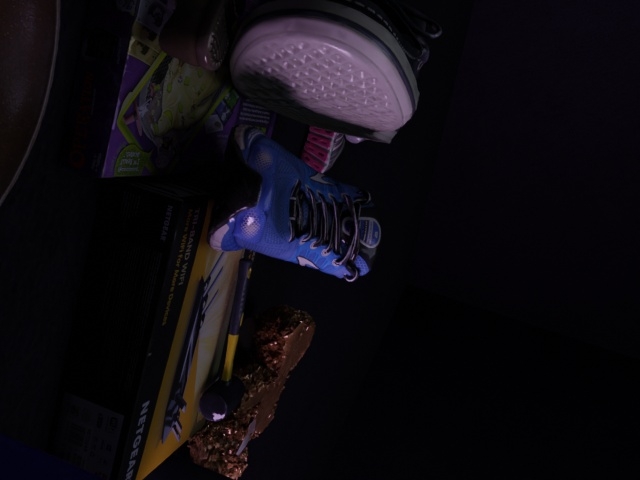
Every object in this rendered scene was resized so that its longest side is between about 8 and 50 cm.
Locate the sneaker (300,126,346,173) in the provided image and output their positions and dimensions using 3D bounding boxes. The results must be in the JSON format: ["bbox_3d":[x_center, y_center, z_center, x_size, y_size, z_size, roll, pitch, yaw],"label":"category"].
[{"bbox_3d":[0.016,-0.188,1.131,0.170,0.063,0.075,-70,167,12],"label":"sneaker"}]

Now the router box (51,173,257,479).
[{"bbox_3d":[-0.161,0.085,0.723,0.243,0.081,0.308,-25,131,-73],"label":"router box"}]

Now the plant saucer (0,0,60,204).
[{"bbox_3d":[-0.231,-0.096,0.280,0.310,0.050,0.310,19,90,-77],"label":"plant saucer"}]

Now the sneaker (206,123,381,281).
[{"bbox_3d":[-0.010,-0.032,0.695,0.330,0.147,0.129,15,87,-75],"label":"sneaker"}]

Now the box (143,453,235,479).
[{"bbox_3d":[-0.192,0.359,0.802,0.108,0.153,0.207,-57,160,-50],"label":"box"}]

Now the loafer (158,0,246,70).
[{"bbox_3d":[-0.091,-0.194,0.534,0.056,0.050,0.148,98,1,-47],"label":"loafer"}]

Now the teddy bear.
[{"bbox_3d":[-0.134,0.247,1.044,0.245,0.113,0.337,-14,129,-66],"label":"teddy bear"}]

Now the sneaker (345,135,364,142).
[{"bbox_3d":[0.100,-0.274,1.317,0.083,0.084,0.214,91,20,-64],"label":"sneaker"}]

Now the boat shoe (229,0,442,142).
[{"bbox_3d":[0.029,-0.202,0.726,0.500,0.187,0.155,-30,135,-80],"label":"boat shoe"}]

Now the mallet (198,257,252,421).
[{"bbox_3d":[-0.098,0.112,0.771,0.062,0.039,0.189,-9,112,-77],"label":"mallet"}]

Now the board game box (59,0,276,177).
[{"bbox_3d":[-0.114,-0.169,0.665,0.347,0.056,0.208,-21,124,-73],"label":"board game box"}]

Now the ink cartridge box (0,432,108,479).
[{"bbox_3d":[-0.210,0.218,0.495,0.370,0.176,0.069,91,21,-51],"label":"ink cartridge box"}]
